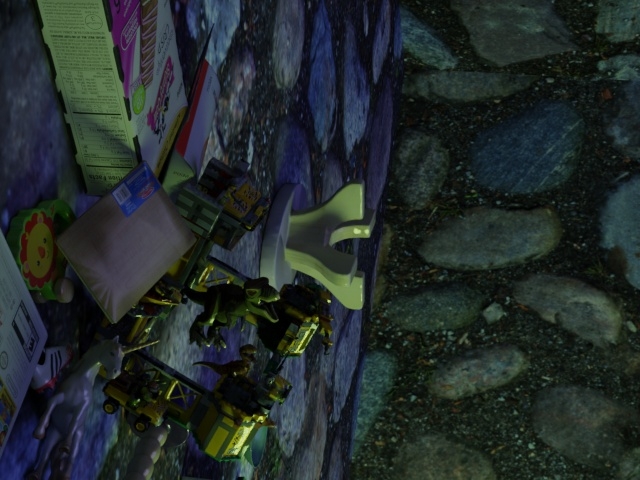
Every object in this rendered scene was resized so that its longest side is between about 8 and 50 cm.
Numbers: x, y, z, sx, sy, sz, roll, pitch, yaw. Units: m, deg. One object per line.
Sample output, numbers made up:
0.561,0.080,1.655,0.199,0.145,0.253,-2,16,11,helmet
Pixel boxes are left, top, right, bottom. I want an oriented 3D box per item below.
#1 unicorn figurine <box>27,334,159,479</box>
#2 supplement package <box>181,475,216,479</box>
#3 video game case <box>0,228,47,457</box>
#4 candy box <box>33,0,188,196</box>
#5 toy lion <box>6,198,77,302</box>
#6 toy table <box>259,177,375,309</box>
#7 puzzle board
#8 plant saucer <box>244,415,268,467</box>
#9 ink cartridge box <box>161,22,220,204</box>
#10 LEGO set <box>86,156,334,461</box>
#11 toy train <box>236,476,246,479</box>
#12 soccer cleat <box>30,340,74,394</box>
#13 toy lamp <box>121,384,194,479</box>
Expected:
-0.225,0.156,1.050,0.162,0.060,0.111,-46,-163,40,unicorn figurine
-0.121,0.477,1.586,0.204,0.145,0.262,67,28,-69,supplement package
-0.277,0.090,0.866,0.227,0.026,0.206,84,14,-50,video game case
-0.192,-0.177,1.093,0.159,0.071,0.233,-76,167,-45,candy box
-0.244,0.004,1.010,0.096,0.034,0.100,69,26,-51,toy lion
0.000,0.000,2.026,0.274,0.161,0.252,-73,164,-48,toy table
-0.178,0.000,1.057,0.128,0.011,0.096,-49,118,-38,puzzle board
-0.112,0.321,1.926,0.119,0.021,0.119,5,90,-79,plant saucer
-0.139,-0.140,1.320,0.179,0.045,0.145,125,-21,-55,ink cartridge box
-0.095,0.051,1.210,0.192,0.255,0.331,-60,171,28,LEGO set
-0.135,0.419,1.854,0.083,0.017,0.024,-75,156,-46,toy train
-0.247,0.107,1.038,0.083,0.029,0.036,-79,145,-67,soccer cleat
-0.199,0.256,1.245,0.275,0.080,0.080,-70,162,-48,toy lamp
